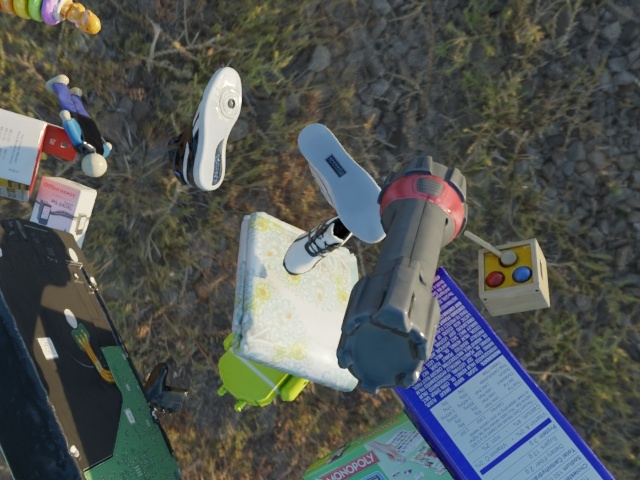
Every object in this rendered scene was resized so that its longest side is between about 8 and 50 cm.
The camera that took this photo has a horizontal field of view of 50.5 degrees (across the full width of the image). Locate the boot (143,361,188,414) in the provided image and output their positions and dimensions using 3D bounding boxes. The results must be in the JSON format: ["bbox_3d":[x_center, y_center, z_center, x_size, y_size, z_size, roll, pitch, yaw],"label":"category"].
[{"bbox_3d":[-0.351,0.341,1.559,0.099,0.045,0.121,25,103,-31],"label":"boot"}]

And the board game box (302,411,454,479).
[{"bbox_3d":[0.153,0.359,0.990,0.317,0.046,0.214,-37,89,27],"label":"board game box"}]

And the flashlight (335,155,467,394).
[{"bbox_3d":[0.084,0.022,0.663,0.103,0.304,0.103,-26,111,30],"label":"flashlight"}]

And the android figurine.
[{"bbox_3d":[-0.141,0.301,1.698,0.248,0.056,0.273,33,71,26],"label":"android figurine"}]

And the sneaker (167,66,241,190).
[{"bbox_3d":[-0.217,-0.202,1.203,0.079,0.121,0.217,14,89,-49],"label":"sneaker"}]

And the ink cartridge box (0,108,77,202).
[{"bbox_3d":[-0.634,-0.167,1.355,0.271,0.309,0.130,15,82,-22],"label":"ink cartridge box"}]

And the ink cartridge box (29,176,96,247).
[{"bbox_3d":[-0.574,-0.056,1.500,0.109,0.063,0.151,19,96,15],"label":"ink cartridge box"}]

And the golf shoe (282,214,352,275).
[{"bbox_3d":[0.000,0.000,1.452,0.198,0.094,0.077,-39,88,-5],"label":"golf shoe"}]

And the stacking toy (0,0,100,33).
[{"bbox_3d":[-0.653,-0.573,1.596,0.301,0.175,0.166,26,52,-2],"label":"stacking toy"}]

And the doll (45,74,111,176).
[{"bbox_3d":[-0.379,-0.176,1.083,0.046,0.129,0.189,-32,62,4],"label":"doll"}]

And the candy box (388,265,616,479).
[{"bbox_3d":[0.182,0.209,0.739,0.122,0.268,0.317,-35,73,-3],"label":"candy box"}]

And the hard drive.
[{"bbox_3d":[-0.257,0.138,0.687,0.064,0.237,0.339,-28,83,1],"label":"hard drive"}]

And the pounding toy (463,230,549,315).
[{"bbox_3d":[0.346,0.051,1.269,0.100,0.130,0.141,51,36,-41],"label":"pounding toy"}]

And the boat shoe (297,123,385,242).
[{"bbox_3d":[0.049,-0.104,1.272,0.095,0.084,0.258,-29,76,1],"label":"boat shoe"}]

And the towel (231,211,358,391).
[{"bbox_3d":[-0.051,0.136,1.558,0.320,0.090,0.375,23,48,-30],"label":"towel"}]
